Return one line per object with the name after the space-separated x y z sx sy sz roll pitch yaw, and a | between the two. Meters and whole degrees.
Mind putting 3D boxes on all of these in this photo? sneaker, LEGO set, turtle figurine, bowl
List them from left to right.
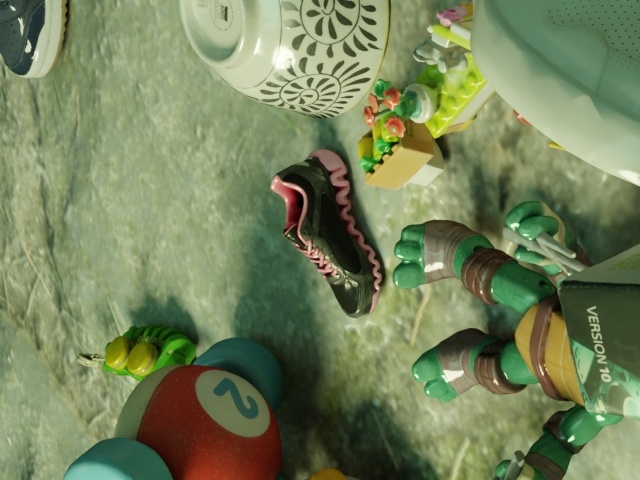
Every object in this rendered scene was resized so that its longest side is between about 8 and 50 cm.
-0.304 -0.264 1.128 0.099 0.153 0.282 24 123 47 | sneaker
-0.040 -0.156 0.887 0.170 0.080 0.170 24 122 45 | bowl
0.000 0.000 0.921 0.047 0.057 0.119 -22 88 52 | sneaker
0.087 -0.077 0.728 0.287 0.107 0.132 7 110 52 | LEGO set
0.124 0.061 0.732 0.234 0.118 0.175 -158 70 -64 | turtle figurine
0.132 -0.149 0.555 0.292 0.108 0.169 -104 29 -55 | sneaker

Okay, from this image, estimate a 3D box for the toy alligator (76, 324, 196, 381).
-0.155 0.096 1.178 0.190 0.056 0.051 6 67 53 | toy alligator

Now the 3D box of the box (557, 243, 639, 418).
0.269 0.003 0.413 0.322 0.232 0.058 -1 108 54 | box

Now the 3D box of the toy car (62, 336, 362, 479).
-0.020 0.197 0.959 0.238 0.219 0.210 5 110 22 | toy car
